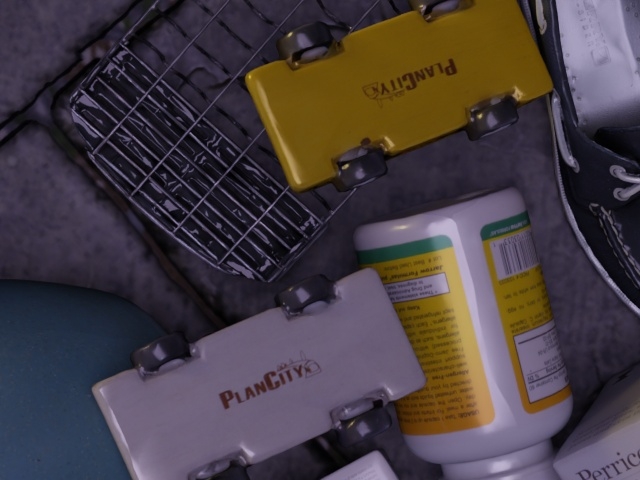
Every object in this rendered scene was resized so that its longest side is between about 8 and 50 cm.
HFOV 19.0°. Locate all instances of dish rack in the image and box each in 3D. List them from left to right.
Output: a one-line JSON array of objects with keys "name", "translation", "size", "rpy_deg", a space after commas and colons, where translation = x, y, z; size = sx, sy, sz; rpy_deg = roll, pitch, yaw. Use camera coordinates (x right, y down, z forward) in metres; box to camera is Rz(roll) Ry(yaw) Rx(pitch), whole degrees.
[{"name": "dish rack", "translation": [-0.023, -0.116, 1.274], "size": [0.208, 0.074, 0.271], "rpy_deg": [42, 93, -2]}]

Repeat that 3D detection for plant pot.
[{"name": "plant pot", "translation": [-0.181, 0.139, 1.205], "size": [0.195, 0.290, 0.290], "rpy_deg": [-32, 94, -30]}]

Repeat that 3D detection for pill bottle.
[{"name": "pill bottle", "translation": [0.100, 0.077, 1.262], "size": [0.118, 0.117, 0.208], "rpy_deg": [-15, 93, 0]}]

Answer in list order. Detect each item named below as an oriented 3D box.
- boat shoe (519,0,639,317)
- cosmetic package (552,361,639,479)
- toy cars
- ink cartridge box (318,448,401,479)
[{"name": "boat shoe", "translation": [0.203, -0.078, 1.267], "size": [0.114, 0.091, 0.302], "rpy_deg": [-24, 93, 0]}, {"name": "cosmetic package", "translation": [0.274, 0.157, 1.228], "size": [0.151, 0.151, 0.183], "rpy_deg": [-33, 93, 30]}, {"name": "toy cars", "translation": [0.000, 0.000, 1.163], "size": [0.176, 0.087, 0.393], "rpy_deg": [28, 73, -9]}, {"name": "ink cartridge box", "translation": [0.039, 0.270, 1.270], "size": [0.134, 0.078, 0.231], "rpy_deg": [-29, 82, 1]}]
